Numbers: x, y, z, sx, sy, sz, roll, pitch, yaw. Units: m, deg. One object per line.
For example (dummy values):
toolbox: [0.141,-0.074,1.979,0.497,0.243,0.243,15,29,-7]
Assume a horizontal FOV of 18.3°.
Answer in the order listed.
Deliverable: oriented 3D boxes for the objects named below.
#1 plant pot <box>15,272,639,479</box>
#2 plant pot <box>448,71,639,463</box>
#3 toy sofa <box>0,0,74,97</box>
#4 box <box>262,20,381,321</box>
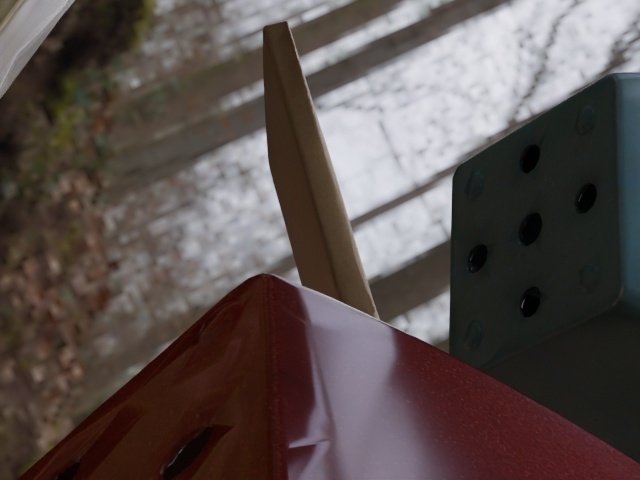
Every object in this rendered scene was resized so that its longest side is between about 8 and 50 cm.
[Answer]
plant pot: [-0.001,0.172,0.586,0.236,0.267,0.267,45,13,-18]
plant pot: [0.176,0.031,0.850,0.166,0.234,0.165,-32,-134,47]
toy sofa: [-0.273,-0.140,1.251,0.150,0.362,0.177,32,-23,0]
box: [0.000,0.000,1.143,0.164,0.021,0.201,90,-14,-63]
